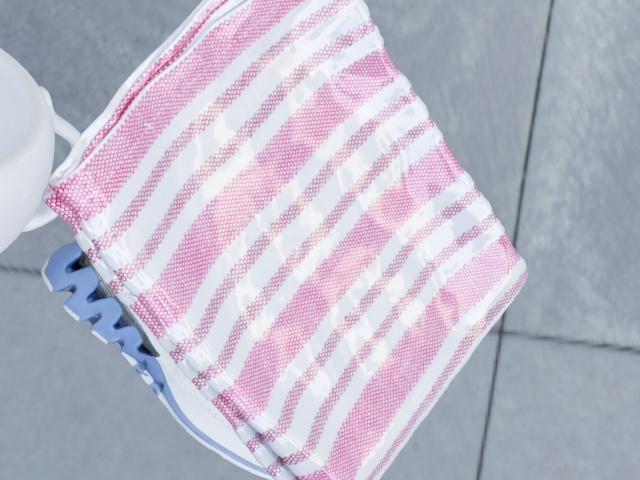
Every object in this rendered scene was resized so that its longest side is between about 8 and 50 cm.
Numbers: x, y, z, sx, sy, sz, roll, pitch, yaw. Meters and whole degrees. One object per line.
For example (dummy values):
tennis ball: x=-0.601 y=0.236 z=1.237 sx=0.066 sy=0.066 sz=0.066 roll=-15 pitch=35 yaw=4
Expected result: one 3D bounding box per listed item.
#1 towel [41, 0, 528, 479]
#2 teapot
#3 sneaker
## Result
towel: x=0.000 y=0.000 z=0.572 sx=0.029 sy=0.144 sz=0.197 roll=10 pitch=143 yaw=50
teapot: x=-0.337 y=-0.048 z=1.240 sx=0.256 sy=0.252 sz=0.187 roll=19 pitch=130 yaw=-2
sneaker: x=-0.084 y=0.056 z=1.364 sx=0.315 sy=0.127 sz=0.182 roll=40 pitch=105 yaw=9
